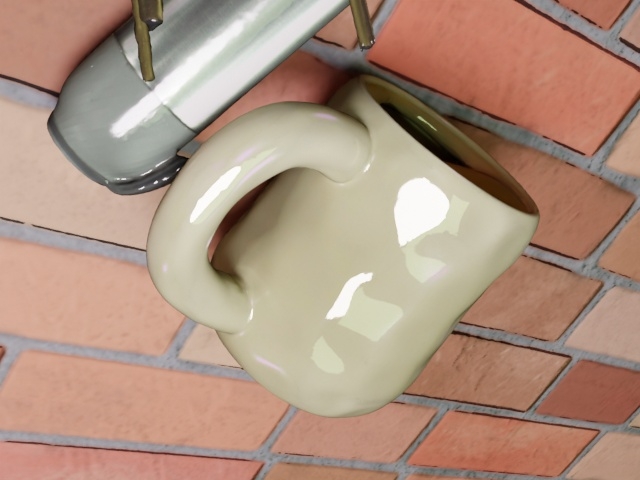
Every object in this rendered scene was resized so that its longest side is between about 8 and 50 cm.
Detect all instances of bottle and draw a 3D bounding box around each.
[{"bbox_3d":[-0.049,-0.127,0.565,0.253,0.096,0.079,-39,179,7],"label":"bottle"}]

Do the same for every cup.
[{"bbox_3d":[0.015,0.013,0.632,0.202,0.173,0.255,-52,167,18],"label":"cup"}]

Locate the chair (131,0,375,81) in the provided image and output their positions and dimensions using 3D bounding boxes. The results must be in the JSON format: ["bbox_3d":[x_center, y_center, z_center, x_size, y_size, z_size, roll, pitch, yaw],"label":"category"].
[{"bbox_3d":[-0.049,-0.252,0.428,0.159,0.170,0.326,-14,90,-12],"label":"chair"}]
